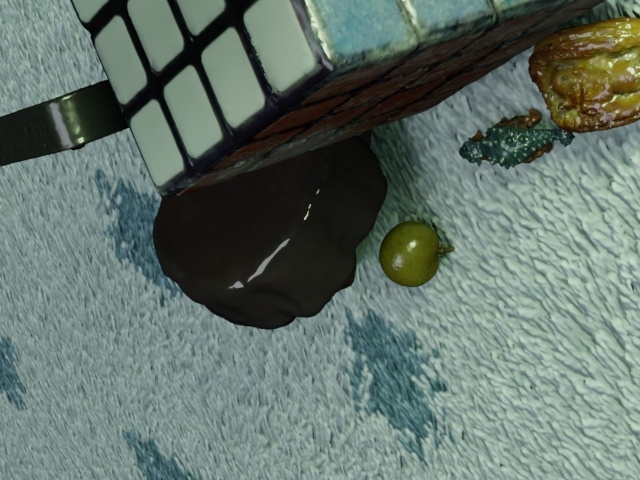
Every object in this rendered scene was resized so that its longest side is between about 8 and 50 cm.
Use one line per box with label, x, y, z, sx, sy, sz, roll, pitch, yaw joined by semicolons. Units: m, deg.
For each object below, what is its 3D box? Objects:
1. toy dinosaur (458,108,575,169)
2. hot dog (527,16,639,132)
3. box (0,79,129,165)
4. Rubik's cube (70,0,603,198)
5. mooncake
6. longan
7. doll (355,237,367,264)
toy dinosaur;0.191;-0.097;1.367;0.154;0.055;0.049;-6;106;55
hot dog;0.245;-0.150;1.255;0.147;0.065;0.099;-2;115;48
box;-0.183;-0.164;1.516;0.211;0.350;0.058;-8;106;53
Rubik's cube;-0.002;-0.274;1.204;0.343;0.344;0.337;-28;83;55
mooncake;-0.049;-0.042;1.546;0.283;0.141;0.283;-22;56;38
longan;0.106;0.015;1.544;0.083;0.075;0.075;-2;122;5
doll;0.000;0.000;1.650;0.214;0.071;0.103;-46;65;46
